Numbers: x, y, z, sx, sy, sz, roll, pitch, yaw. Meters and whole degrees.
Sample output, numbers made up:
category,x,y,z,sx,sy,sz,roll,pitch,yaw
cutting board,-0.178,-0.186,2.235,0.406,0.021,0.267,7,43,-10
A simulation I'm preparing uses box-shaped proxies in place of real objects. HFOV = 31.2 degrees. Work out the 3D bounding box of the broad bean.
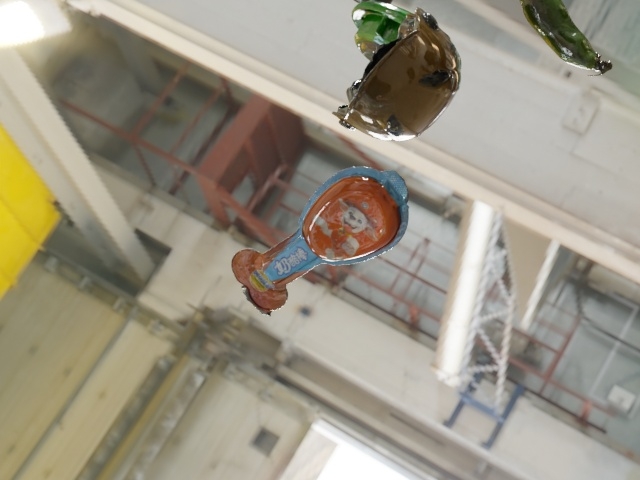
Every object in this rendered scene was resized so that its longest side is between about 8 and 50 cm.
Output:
category,x,y,z,sx,sy,sz,roll,pitch,yaw
broad bean,0.312,-0.328,1.593,0.065,0.254,0.046,-36,-10,32

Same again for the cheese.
category,x,y,z,sx,sy,sz,roll,pitch,yaw
cheese,0.000,0.000,1.315,0.256,0.106,0.037,-34,7,27

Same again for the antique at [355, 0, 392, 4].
category,x,y,z,sx,sy,sz,roll,pitch,yaw
antique,0.133,-0.609,2.217,0.322,0.255,0.185,-31,-15,23

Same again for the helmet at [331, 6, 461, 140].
category,x,y,z,sx,sy,sz,roll,pitch,yaw
helmet,0.123,-0.218,1.613,0.198,0.130,0.224,-53,6,16

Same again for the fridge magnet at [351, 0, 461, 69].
category,x,y,z,sx,sy,sz,roll,pitch,yaw
fridge magnet,0.139,-0.326,1.913,0.088,0.208,0.208,-59,-18,-6
